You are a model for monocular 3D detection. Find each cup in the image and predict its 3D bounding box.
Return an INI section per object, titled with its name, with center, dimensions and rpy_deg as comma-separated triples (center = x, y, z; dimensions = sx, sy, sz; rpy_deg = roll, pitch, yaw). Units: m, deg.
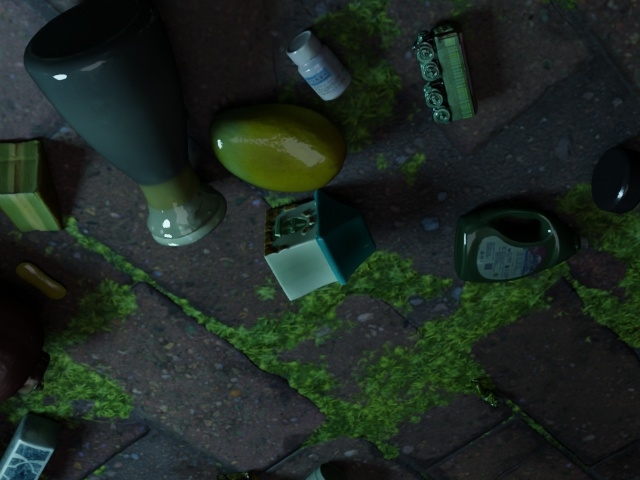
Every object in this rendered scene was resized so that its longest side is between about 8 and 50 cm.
[cup]
center = -0.008, 0.516, 1.627
dimensions = 0.120, 0.120, 0.141
rpy_deg = 28, 104, -24

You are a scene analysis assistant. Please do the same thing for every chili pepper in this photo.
[chili pepper]
center = 0.309, 0.288, 1.542
dimensions = 0.027, 0.022, 0.083
rpy_deg = -38, 118, 21

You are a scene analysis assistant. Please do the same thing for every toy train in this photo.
[toy train]
center = 0.174, -0.227, 1.136
dimensions = 0.071, 0.038, 0.148
rpy_deg = -16, 127, 6

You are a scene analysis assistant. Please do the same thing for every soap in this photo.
[soap]
center = -0.441, 0.064, 1.297
dimensions = 0.034, 0.012, 0.089
rpy_deg = -35, 122, 19

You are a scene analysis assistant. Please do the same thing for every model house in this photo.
[model house]
center = 0.000, 0.000, 1.229
dimensions = 0.149, 0.127, 0.100
rpy_deg = -18, 127, 11

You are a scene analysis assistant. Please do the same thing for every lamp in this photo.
[lamp]
center = -0.536, 0.154, 1.257
dimensions = 0.180, 0.180, 0.258
rpy_deg = -40, 121, 21

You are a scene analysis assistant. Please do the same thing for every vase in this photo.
[vase]
center = -0.234, -0.142, 1.079
dimensions = 0.173, 0.173, 0.321
rpy_deg = -17, 130, 6

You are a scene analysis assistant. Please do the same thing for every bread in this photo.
[bread]
center = -0.423, -0.075, 1.197
dimensions = 0.074, 0.084, 0.139
rpy_deg = -6, 158, -3

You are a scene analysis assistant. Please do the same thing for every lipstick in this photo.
[lipstick]
center = -0.567, 0.439, 1.520
dimensions = 0.077, 0.076, 0.290
rpy_deg = 24, 118, -20

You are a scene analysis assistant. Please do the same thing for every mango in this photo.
[mango]
center = -0.061, -0.131, 1.147
dimensions = 0.194, 0.092, 0.130
rpy_deg = 17, 124, -12

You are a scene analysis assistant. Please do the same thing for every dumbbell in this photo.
[dumbbell]
center = 0.520, -0.079, 1.247
dimensions = 0.191, 0.100, 0.100
rpy_deg = 9, 125, -12

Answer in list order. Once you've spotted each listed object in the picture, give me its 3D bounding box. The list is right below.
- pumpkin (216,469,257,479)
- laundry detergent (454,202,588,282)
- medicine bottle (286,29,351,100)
[pumpkin]
center = -0.165, 0.488, 1.604
dimensions = 0.083, 0.074, 0.054
rpy_deg = -8, 121, -1
[laundry detergent]
center = 0.323, 0.001, 1.307
dimensions = 0.210, 0.063, 0.137
rpy_deg = -5, 120, -3
[medicine bottle]
center = -0.002, -0.234, 1.101
dimensions = 0.052, 0.052, 0.089
rpy_deg = -34, 123, 18
